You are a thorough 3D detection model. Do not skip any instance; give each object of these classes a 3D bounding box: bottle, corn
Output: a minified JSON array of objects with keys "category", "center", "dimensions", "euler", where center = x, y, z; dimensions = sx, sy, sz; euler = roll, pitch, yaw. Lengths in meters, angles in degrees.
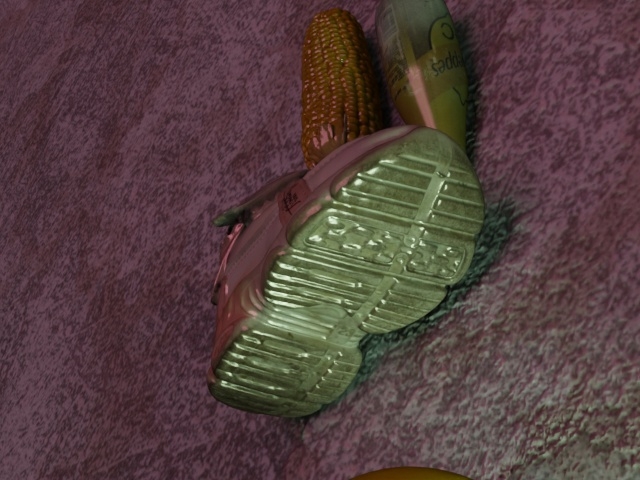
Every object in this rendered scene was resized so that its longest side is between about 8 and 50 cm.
[{"category":"bottle","center":[0.113,-0.144,1.122],"dimensions":[0.083,0.083,0.269],"euler":[-35,52,35]},{"category":"corn","center":[0.022,-0.162,1.245],"dimensions":[0.091,0.091,0.260],"euler":[-39,37,35]}]

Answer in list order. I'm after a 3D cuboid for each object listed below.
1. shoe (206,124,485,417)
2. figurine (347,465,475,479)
[{"category":"shoe","center":[-0.002,-0.002,1.071],"dimensions":[0.351,0.172,0.198],"euler":[-48,34,29]},{"category":"figurine","center":[0.045,0.330,0.782],"dimensions":[0.215,0.187,0.343],"euler":[8,79,46]}]
